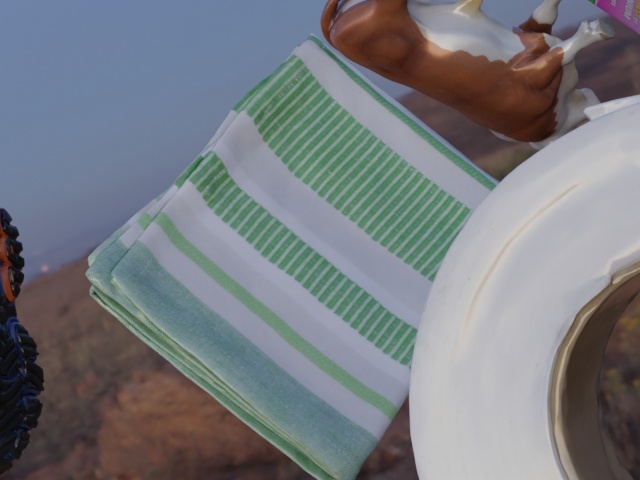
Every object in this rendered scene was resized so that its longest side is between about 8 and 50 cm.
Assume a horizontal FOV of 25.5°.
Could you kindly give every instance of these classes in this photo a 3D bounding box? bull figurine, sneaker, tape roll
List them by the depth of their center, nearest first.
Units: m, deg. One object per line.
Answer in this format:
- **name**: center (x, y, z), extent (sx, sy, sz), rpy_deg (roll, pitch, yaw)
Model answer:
- **tape roll**: center (0.188, 0.073, 0.650), extent (0.286, 0.286, 0.100), rpy_deg (-20, -7, 21)
- **sneaker**: center (-0.277, 0.080, 1.111), extent (0.087, 0.221, 0.083), rpy_deg (-11, -11, 23)
- **bull figurine**: center (0.159, -0.181, 1.338), extent (0.310, 0.101, 0.188), rpy_deg (18, -44, -19)

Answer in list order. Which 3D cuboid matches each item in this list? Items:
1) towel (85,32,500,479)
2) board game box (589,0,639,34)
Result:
- **towel**: center (0.000, 0.000, 1.094), extent (0.325, 0.248, 0.038), rpy_deg (-53, 2, -39)
- **board game box**: center (0.381, -0.290, 1.409), extent (0.064, 0.242, 0.316), rpy_deg (-28, 48, -20)
